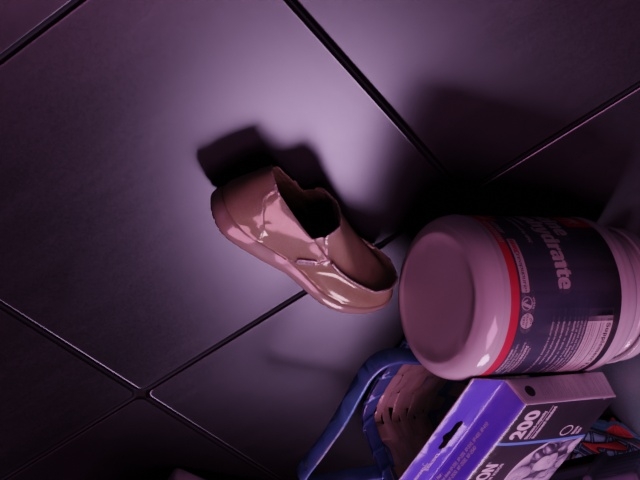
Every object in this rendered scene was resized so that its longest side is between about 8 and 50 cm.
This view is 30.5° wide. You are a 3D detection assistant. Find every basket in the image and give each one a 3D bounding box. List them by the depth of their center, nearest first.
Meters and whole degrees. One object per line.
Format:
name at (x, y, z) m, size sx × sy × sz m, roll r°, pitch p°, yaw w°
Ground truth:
basket at (0.133, 0.228, 1.532) m, size 0.289 × 0.201 × 0.255 m, roll 3°, pitch 133°, yaw -31°

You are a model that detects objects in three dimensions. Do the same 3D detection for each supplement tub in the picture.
supplement tub at (0.248, 0.065, 1.394) m, size 0.272 × 0.191 × 0.191 m, roll 0°, pitch 135°, yaw -30°

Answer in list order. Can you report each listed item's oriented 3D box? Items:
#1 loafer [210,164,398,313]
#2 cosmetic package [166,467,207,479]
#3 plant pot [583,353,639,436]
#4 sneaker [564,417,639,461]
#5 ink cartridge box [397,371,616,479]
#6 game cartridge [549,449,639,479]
loafer at (0.000, 0.000, 1.333) m, size 0.268 × 0.102 × 0.092 m, roll 28°, pitch 128°, yaw -35°
cosmetic package at (-0.057, 0.534, 1.674) m, size 0.453 × 0.230 × 0.161 m, roll 26°, pitch 125°, yaw -13°
plant pot at (0.528, 0.186, 1.568) m, size 0.293 × 0.196 × 0.293 m, roll -17°, pitch 143°, yaw -14°
sneaker at (0.401, 0.330, 1.768) m, size 0.262 × 0.125 × 0.104 m, roll 7°, pitch 131°, yaw -23°
ink cartridge box at (0.220, 0.241, 1.402) m, size 0.208 × 0.045 × 0.206 m, roll 2°, pitch 133°, yaw -32°
game cartridge at (0.276, 0.359, 1.628) m, size 0.355 × 0.068 × 0.230 m, roll -17°, pitch 177°, yaw 18°
